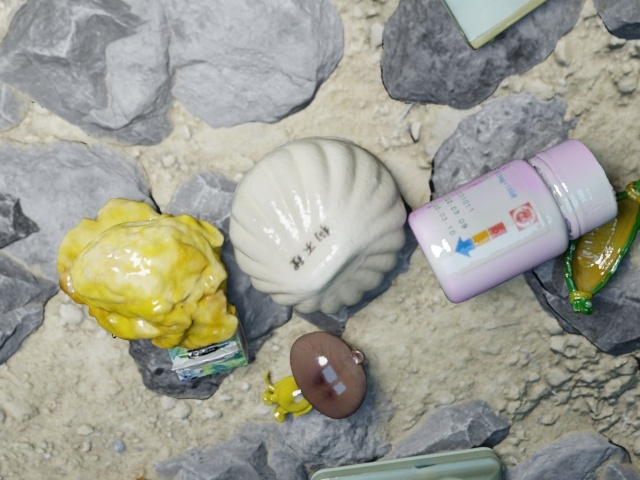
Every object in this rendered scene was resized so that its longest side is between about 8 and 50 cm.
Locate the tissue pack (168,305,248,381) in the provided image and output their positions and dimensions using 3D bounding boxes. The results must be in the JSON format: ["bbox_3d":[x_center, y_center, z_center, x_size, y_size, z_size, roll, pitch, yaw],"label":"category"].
[{"bbox_3d":[-0.173,0.163,0.990,0.111,0.079,0.085,-14,114,1],"label":"tissue pack"}]

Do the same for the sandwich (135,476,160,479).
[{"bbox_3d":[-0.313,0.517,1.117,0.292,0.109,0.212,-31,105,6],"label":"sandwich"}]

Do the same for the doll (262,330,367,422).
[{"bbox_3d":[-0.012,0.214,1.026,0.188,0.096,0.145,-9,99,26],"label":"doll"}]

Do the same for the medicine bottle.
[{"bbox_3d":[0.263,-0.028,0.907,0.254,0.152,0.152,-28,112,6],"label":"medicine bottle"}]

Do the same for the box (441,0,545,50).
[{"bbox_3d":[0.254,-0.398,0.809,0.270,0.045,0.211,-35,111,10],"label":"box"}]

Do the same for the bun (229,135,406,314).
[{"bbox_3d":[0.000,0.000,0.887,0.263,0.175,0.263,-2,111,-5],"label":"bun"}]

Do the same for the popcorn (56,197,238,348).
[{"bbox_3d":[-0.231,0.053,0.884,0.253,0.190,0.191,8,103,-4],"label":"popcorn"}]

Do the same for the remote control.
[{"bbox_3d":[0.153,0.446,1.136,0.335,0.065,0.128,-8,103,-1],"label":"remote control"}]

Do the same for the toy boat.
[{"bbox_3d":[0.423,0.001,0.963,0.088,0.088,0.230,15,111,-9],"label":"toy boat"}]
